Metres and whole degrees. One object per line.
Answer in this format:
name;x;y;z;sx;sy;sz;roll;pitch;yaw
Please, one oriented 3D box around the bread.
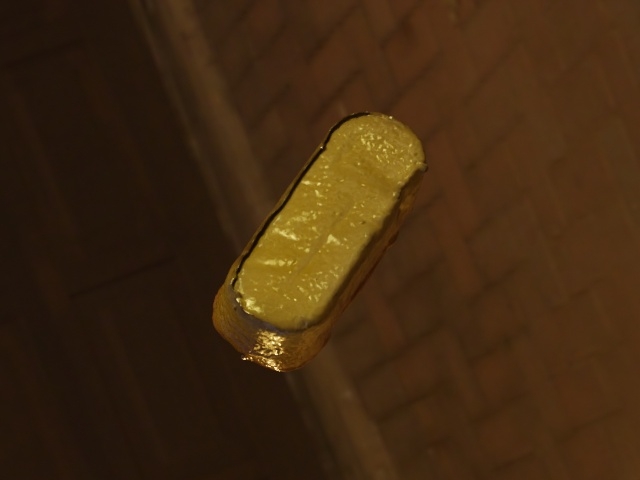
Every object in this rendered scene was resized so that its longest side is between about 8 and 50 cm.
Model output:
bread;0.000;0.000;1.450;0.102;0.245;0.094;29;149;7
